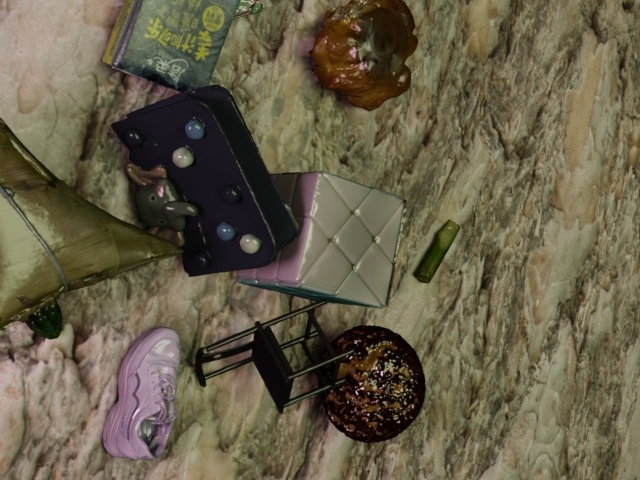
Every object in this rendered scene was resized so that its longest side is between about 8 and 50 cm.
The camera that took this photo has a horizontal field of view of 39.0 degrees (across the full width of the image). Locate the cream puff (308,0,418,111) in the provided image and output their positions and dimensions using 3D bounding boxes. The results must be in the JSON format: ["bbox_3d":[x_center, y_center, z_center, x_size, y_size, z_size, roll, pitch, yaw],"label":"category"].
[{"bbox_3d":[0.092,-0.390,1.856,0.268,0.154,0.241,1,92,-40],"label":"cream puff"}]

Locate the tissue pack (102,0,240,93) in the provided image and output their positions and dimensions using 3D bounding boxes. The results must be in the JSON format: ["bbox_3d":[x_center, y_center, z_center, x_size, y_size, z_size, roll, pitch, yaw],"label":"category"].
[{"bbox_3d":[-0.251,-0.398,1.593,0.185,0.081,0.257,18,99,-35],"label":"tissue pack"}]

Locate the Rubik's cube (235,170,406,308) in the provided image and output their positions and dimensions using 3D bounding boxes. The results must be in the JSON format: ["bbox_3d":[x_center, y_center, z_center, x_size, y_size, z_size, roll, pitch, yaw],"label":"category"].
[{"bbox_3d":[0.000,0.000,1.752,0.231,0.224,0.221,16,81,-37],"label":"Rubik's cube"}]

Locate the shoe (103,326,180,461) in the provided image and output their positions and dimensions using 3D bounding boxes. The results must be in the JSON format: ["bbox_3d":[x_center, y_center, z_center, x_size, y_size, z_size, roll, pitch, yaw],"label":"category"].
[{"bbox_3d":[-0.294,0.273,1.591,0.095,0.137,0.245,29,74,-39],"label":"shoe"}]

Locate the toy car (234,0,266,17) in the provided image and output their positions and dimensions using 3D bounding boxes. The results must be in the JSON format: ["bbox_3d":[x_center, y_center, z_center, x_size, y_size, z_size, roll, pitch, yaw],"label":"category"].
[{"bbox_3d":[-0.170,-0.451,1.715,0.142,0.055,0.069,-24,98,-24],"label":"toy car"}]

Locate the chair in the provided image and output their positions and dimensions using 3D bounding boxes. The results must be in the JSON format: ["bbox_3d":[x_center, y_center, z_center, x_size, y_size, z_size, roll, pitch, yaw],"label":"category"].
[{"bbox_3d":[-0.087,0.230,1.684,0.260,0.155,0.141,-20,60,-20],"label":"chair"}]

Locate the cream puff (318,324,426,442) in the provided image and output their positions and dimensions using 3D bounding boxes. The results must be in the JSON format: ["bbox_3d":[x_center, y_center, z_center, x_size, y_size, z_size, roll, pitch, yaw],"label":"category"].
[{"bbox_3d":[0.093,0.289,1.827,0.164,0.239,0.239,9,86,-46],"label":"cream puff"}]

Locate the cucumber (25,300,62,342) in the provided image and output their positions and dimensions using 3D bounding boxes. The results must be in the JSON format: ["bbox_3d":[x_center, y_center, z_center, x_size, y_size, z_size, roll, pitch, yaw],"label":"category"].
[{"bbox_3d":[-0.490,0.052,1.471,0.077,0.077,0.265,-31,108,-33],"label":"cucumber"}]

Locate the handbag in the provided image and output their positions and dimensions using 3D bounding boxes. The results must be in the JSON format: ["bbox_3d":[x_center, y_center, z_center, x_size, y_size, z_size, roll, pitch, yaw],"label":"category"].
[{"bbox_3d":[-0.220,-0.089,1.583,0.118,0.269,0.326,-49,120,-51],"label":"handbag"}]

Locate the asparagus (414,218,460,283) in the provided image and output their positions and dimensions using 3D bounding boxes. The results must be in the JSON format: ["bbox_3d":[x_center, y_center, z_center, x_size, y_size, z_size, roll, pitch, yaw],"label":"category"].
[{"bbox_3d":[0.274,0.021,2.081,0.045,0.041,0.178,50,62,-36],"label":"asparagus"}]

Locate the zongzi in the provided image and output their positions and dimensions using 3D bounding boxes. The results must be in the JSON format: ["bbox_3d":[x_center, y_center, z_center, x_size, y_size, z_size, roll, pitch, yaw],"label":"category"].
[{"bbox_3d":[-0.403,-0.065,1.380,0.360,0.160,0.323,-19,105,-30],"label":"zongzi"}]
